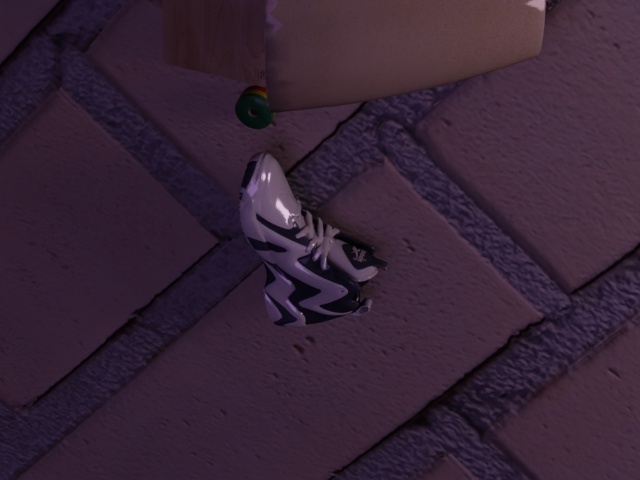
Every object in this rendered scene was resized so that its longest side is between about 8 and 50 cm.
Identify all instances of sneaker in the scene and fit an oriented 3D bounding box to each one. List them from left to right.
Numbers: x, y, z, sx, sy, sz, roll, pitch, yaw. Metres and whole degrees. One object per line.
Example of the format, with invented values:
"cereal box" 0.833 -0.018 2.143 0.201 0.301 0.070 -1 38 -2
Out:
"sneaker" 0.000 0.000 1.928 0.153 0.094 0.235 -1 118 19

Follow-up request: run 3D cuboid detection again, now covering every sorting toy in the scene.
"sorting toy" -0.106 -0.256 1.841 0.132 0.046 0.274 14 132 12

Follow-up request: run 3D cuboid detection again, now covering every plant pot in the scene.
"plant pot" 0.088 -0.252 1.685 0.274 0.256 0.256 3 120 3
